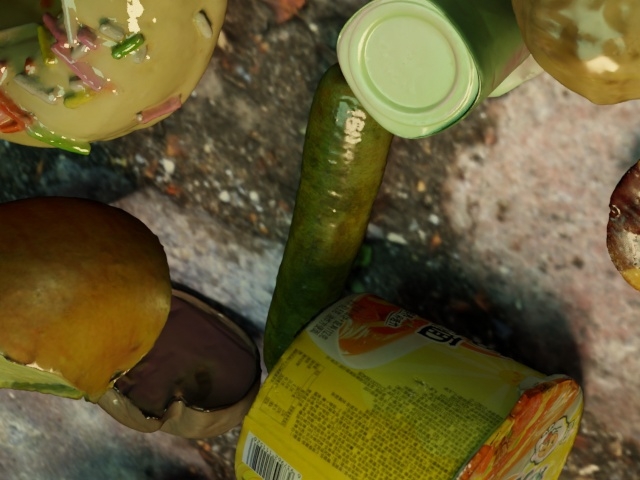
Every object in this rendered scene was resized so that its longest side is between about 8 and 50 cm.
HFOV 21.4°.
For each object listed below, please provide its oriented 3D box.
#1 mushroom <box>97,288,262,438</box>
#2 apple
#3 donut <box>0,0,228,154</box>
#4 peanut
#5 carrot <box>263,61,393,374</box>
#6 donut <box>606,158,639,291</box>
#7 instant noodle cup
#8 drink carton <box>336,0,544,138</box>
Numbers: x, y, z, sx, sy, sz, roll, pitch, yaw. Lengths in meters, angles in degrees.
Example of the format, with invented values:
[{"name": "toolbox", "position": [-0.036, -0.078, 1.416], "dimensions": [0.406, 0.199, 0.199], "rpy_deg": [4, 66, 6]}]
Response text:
[{"name": "mushroom", "position": [-0.141, 0.127, 1.591], "dimensions": [0.188, 0.141, 0.117], "rpy_deg": [25, 150, 24]}, {"name": "apple", "position": [-0.294, 0.057, 1.550], "dimensions": [0.346, 0.254, 0.179], "rpy_deg": [0, 102, 45]}, {"name": "donut", "position": [-0.227, -0.227, 1.420], "dimensions": [0.307, 0.150, 0.371], "rpy_deg": [34, 130, 11]}, {"name": "peanut", "position": [0.205, -0.174, 1.188], "dimensions": [0.141, 0.109, 0.159], "rpy_deg": [6, 102, 23]}, {"name": "carrot", "position": [0.000, 0.000, 1.462], "dimensions": [0.074, 0.074, 0.358], "rpy_deg": [28, 130, 16]}, {"name": "donut", "position": [0.284, -0.012, 1.274], "dimensions": [0.140, 0.059, 0.140], "rpy_deg": [17, 125, 25]}, {"name": "instant noodle cup", "position": [0.067, 0.179, 1.418], "dimensions": [0.200, 0.264, 0.264], "rpy_deg": [31, 130, 25]}, {"name": "drink carton", "position": [0.092, -0.155, 1.261], "dimensions": [0.144, 0.142, 0.146], "rpy_deg": [-28, 101, 41]}]
